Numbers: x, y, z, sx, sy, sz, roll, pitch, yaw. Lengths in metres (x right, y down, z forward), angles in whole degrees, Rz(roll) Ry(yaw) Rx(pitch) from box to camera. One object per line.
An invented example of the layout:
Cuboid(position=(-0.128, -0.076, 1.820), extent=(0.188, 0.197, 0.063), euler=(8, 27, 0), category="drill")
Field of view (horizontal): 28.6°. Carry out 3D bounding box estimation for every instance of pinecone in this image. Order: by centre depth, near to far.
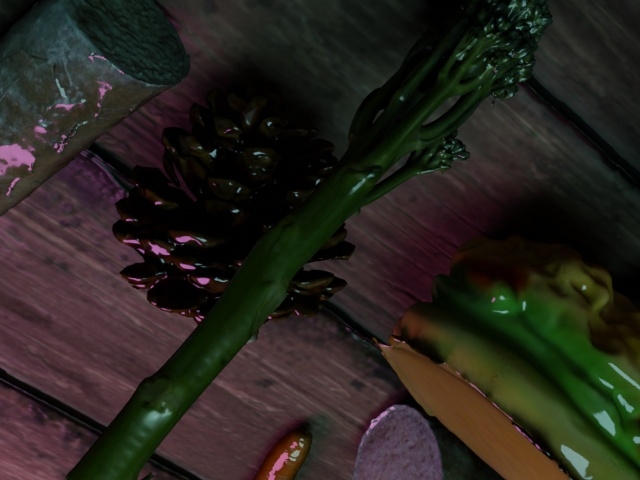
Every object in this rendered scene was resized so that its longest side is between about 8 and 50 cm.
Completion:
Cuboid(position=(-0.053, -0.017, 0.820), extent=(0.173, 0.173, 0.173), euler=(0, 134, 0), category="pinecone")

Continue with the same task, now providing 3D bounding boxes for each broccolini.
Cuboid(position=(0.003, 0.002, 0.738), extent=(0.074, 0.079, 0.392), euler=(42, 83, -14), category="broccolini")

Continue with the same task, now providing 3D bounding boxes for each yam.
Cuboid(position=(-0.206, -0.070, 0.808), extent=(0.259, 0.093, 0.093), euler=(-33, 125, 28), category="yam")
Cuboid(position=(0.164, 0.265, 1.111), extent=(0.133, 0.133, 0.330), euler=(-36, 128, 29), category="yam")

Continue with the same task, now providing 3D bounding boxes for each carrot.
Cuboid(position=(-0.062, 0.247, 1.148), extent=(0.043, 0.043, 0.248), euler=(17, 129, -16), category="carrot")

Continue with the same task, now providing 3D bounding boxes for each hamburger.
Cuboid(position=(0.165, 0.092, 0.896), extent=(0.149, 0.237, 0.237), euler=(-47, 128, -12), category="hamburger")

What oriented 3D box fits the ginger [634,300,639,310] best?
Cuboid(position=(0.463, 0.120, 0.957), extent=(0.363, 0.122, 0.348), euler=(-14, 142, 27), category="ginger")
